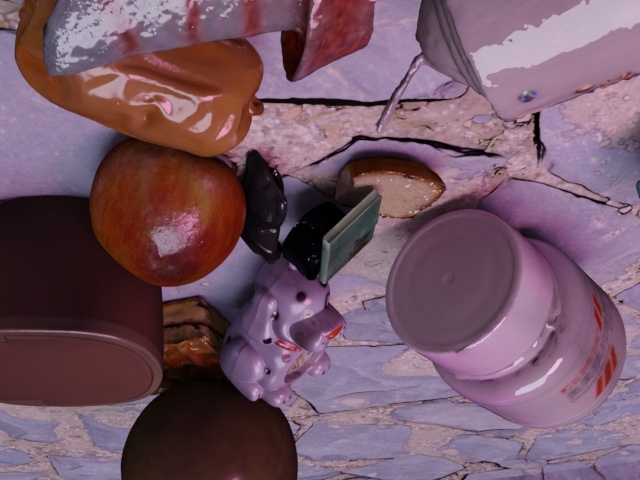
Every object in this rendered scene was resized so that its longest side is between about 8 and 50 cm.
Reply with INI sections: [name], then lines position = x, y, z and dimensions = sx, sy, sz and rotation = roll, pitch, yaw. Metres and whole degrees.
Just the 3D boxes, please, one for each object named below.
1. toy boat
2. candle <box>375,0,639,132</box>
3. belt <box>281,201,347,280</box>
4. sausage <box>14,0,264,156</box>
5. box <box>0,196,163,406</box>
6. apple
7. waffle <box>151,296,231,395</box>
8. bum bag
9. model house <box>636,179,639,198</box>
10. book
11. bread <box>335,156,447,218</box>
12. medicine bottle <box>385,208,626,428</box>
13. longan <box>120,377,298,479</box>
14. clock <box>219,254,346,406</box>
[toy boat]
position = -0.095, -0.210, 0.617
dimensions = 0.282, 0.096, 0.206
rotation = -14, 136, -8
[candle]
position = 0.175, -0.197, 0.634
dimensions = 0.330, 0.187, 0.187
rotation = -18, 146, 25
[belt]
position = 0.000, 0.000, 1.026
dimensions = 0.105, 0.058, 0.140
rotation = -44, 164, -6
[sausage]
position = -0.164, -0.166, 0.717
dimensions = 0.241, 0.120, 0.136
rotation = 23, 134, -31
[box]
position = -0.358, 0.086, 1.032
dimensions = 0.301, 0.216, 0.301
rotation = -4, 149, -2
[apple]
position = -0.183, -0.035, 0.924
dimensions = 0.195, 0.160, 0.173
rotation = 14, 124, -36
[waffle]
position = -0.306, 0.201, 1.347
dimensions = 0.308, 0.091, 0.213
rotation = -12, 147, 13
[bum bag]
position = -0.074, -0.037, 0.992
dimensions = 0.049, 0.087, 0.197
rotation = -27, 158, -24
[model house]
position = 0.552, -0.049, 0.922
dimensions = 0.280, 0.230, 0.249
rotation = -18, 170, 28
[book]
position = 0.039, -0.004, 0.979
dimensions = 0.103, 0.017, 0.135
rotation = -43, 164, -19
[bread]
position = 0.087, -0.071, 0.977
dimensions = 0.129, 0.044, 0.126
rotation = 8, 155, -23
[medicine bottle]
position = 0.269, 0.114, 1.092
dimensions = 0.256, 0.256, 0.325
rotation = -24, 140, 31
[longan]
position = -0.185, 0.386, 1.284
dimensions = 0.319, 0.319, 0.319
rotation = -2, 149, -1
[clock]
position = -0.050, 0.118, 1.177
dimensions = 0.189, 0.189, 0.254
rotation = 6, 140, -15
